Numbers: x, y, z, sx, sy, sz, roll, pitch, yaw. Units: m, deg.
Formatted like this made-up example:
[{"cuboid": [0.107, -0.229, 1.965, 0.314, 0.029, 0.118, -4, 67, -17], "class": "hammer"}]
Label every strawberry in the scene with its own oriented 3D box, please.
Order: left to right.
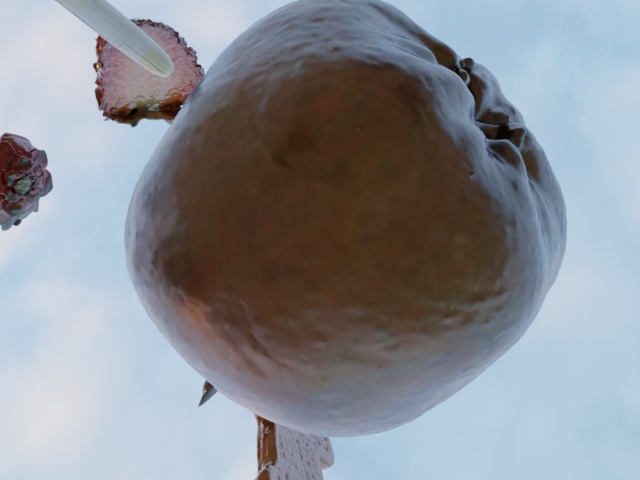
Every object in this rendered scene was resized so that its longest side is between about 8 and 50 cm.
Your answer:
[{"cuboid": [-0.229, -0.245, 1.408, 0.167, 0.208, 0.087, -5, -125, -18], "class": "strawberry"}]

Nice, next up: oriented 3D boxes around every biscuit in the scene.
[{"cuboid": [-0.043, 0.245, 1.309, 0.049, 0.205, 0.324, -24, -136, 16], "class": "biscuit"}]

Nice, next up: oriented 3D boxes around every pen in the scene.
[{"cuboid": [-0.206, -0.213, 0.970, 0.040, 0.233, 0.032, 16, -100, 33], "class": "pen"}]

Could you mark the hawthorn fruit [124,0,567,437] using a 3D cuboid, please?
[{"cuboid": [0.000, 0.000, 0.677, 0.301, 0.267, 0.268, -44, -107, 17], "class": "hawthorn fruit"}]

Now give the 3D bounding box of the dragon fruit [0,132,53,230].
[{"cuboid": [-0.430, -0.079, 1.413, 0.142, 0.130, 0.121, -42, -150, 25], "class": "dragon fruit"}]
